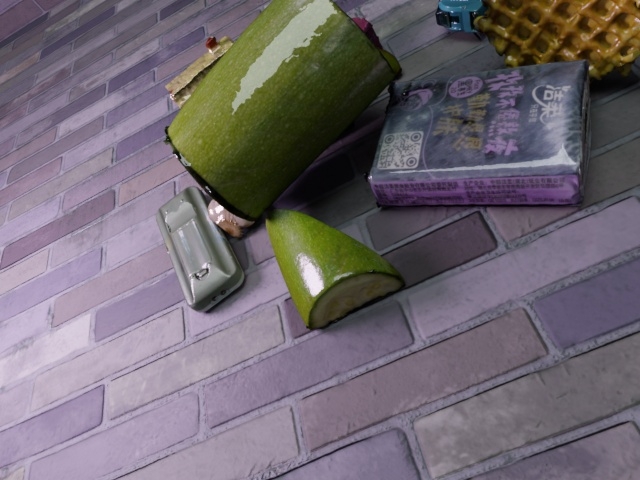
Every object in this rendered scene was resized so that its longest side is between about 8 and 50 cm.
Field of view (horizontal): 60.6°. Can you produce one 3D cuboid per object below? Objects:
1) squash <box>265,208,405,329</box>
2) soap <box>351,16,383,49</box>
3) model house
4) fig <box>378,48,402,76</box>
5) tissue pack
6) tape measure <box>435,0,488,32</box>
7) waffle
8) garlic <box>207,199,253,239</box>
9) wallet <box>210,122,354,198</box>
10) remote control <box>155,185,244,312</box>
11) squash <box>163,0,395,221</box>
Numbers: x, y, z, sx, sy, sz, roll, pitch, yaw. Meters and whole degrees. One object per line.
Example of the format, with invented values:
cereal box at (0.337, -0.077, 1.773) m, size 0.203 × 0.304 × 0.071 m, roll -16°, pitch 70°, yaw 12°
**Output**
squash at (0.000, 0.000, 1.000) m, size 0.203 × 0.111 × 0.289 m, roll -28°, pitch 46°, yaw 7°
soap at (0.024, -0.434, 1.322) m, size 0.250 × 0.099 × 0.162 m, roll -25°, pitch 41°, yaw 11°
model house at (-0.226, -0.332, 1.277) m, size 0.196 × 0.254 × 0.160 m, roll -38°, pitch 41°, yaw -1°
fig at (0.141, -0.395, 1.242) m, size 0.088 × 0.074 × 0.074 m, roll 18°, pitch 65°, yaw 13°
tissue pack at (0.280, -0.184, 0.975) m, size 0.361 × 0.122 × 0.259 m, roll 1°, pitch 59°, yaw 28°
tape measure at (0.332, -0.516, 1.216) m, size 0.146 × 0.081 × 0.125 m, roll 24°, pitch 60°, yaw 39°
waffle at (0.423, -0.391, 0.927) m, size 0.329 × 0.329 × 0.062 m, roll 16°, pitch 51°, yaw 37°
garlic at (-0.186, -0.065, 1.175) m, size 0.113 × 0.074 × 0.094 m, roll 16°, pitch 44°, yaw 9°
wallet at (-0.122, -0.246, 1.199) m, size 0.377 × 0.197 × 0.051 m, roll -28°, pitch 24°, yaw 7°
remote control at (-0.271, 0.005, 1.177) m, size 0.128 × 0.065 × 0.335 m, roll -38°, pitch 47°, yaw 3°
squash at (-0.084, -0.256, 1.030) m, size 0.384 × 0.263 × 0.263 m, roll -46°, pitch 46°, yaw 8°
